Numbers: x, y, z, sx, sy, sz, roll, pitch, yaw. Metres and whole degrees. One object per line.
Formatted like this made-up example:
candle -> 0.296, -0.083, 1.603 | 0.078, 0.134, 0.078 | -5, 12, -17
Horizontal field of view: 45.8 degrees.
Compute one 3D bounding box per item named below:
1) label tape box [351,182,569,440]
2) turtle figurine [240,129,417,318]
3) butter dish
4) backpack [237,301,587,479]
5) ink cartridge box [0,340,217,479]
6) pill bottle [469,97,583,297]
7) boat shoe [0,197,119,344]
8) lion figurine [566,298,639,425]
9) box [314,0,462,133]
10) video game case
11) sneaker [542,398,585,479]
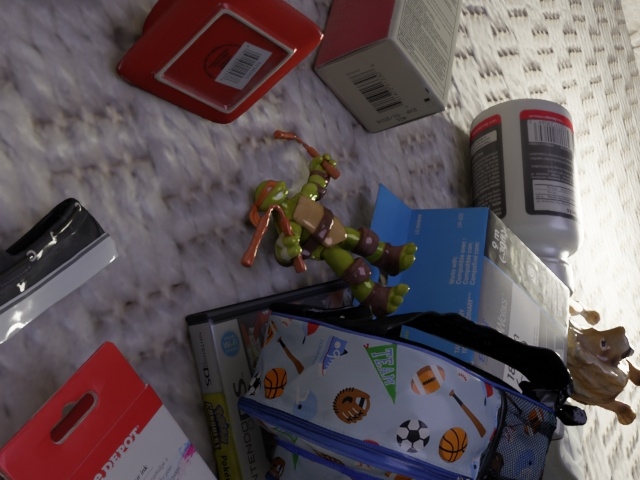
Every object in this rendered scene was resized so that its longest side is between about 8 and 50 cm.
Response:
label tape box -> 0.200, 0.093, 1.002 | 0.334, 0.106, 0.240 | 39, 49, -31
turtle figurine -> 0.000, 0.000, 0.856 | 0.217, 0.087, 0.269 | 36, 31, -13
butter dish -> -0.109, -0.218, 0.767 | 0.160, 0.160, 0.118 | 21, 40, -48
backpack -> 0.055, 0.166, 0.709 | 0.263, 0.276, 0.213 | 38, 64, -37
ink cartridge box -> -0.161, 0.208, 0.593 | 0.231, 0.078, 0.134 | 61, 38, -20
pill bottle -> 0.344, -0.060, 1.268 | 0.176, 0.176, 0.318 | 25, 60, -47
boat shoe -> -0.240, 0.031, 0.550 | 0.076, 0.080, 0.228 | 60, 38, -11
lion figurine -> 0.426, 0.170, 1.301 | 0.240, 0.142, 0.392 | 31, 8, -17
box -> 0.101, -0.293, 1.061 | 0.148, 0.127, 0.232 | 42, 48, -37
video game case -> -0.016, 0.179, 0.832 | 0.275, 0.035, 0.248 | -9, 86, -54
sneaker -> 0.362, 0.284, 1.259 | 0.292, 0.108, 0.169 | 57, 34, -31
